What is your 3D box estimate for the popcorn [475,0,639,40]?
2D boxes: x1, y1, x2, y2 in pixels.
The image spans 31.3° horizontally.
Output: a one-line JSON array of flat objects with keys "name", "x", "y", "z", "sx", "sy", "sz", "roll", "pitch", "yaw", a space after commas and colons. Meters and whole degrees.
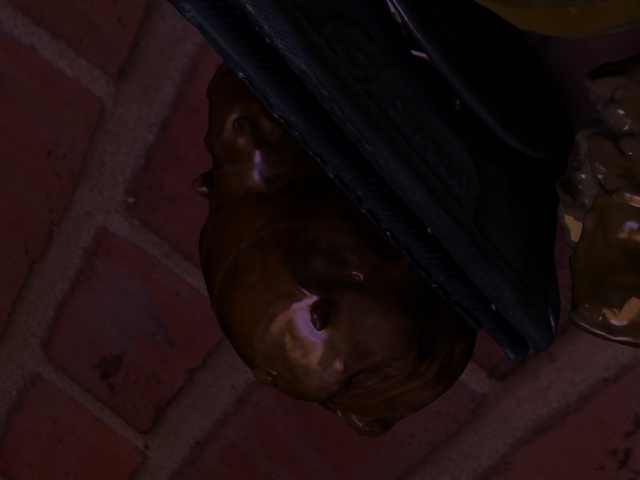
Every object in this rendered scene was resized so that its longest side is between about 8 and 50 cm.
[{"name": "popcorn", "x": 0.122, "y": -0.244, "z": 0.576, "sx": 0.293, "sy": 0.237, "sz": 0.293, "roll": 18, "pitch": 132, "yaw": 20}]

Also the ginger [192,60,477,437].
[{"name": "ginger", "x": 0.003, "y": 0.006, "z": 0.847, "sx": 0.152, "sy": 0.357, "sz": 0.274, "roll": -32, "pitch": 71, "yaw": 6}]

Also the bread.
[{"name": "bread", "x": 0.290, "y": -0.007, "z": 0.700, "sx": 0.252, "sy": 0.196, "sz": 0.238, "roll": 6, "pitch": 128, "yaw": 34}]

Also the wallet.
[{"name": "wallet", "x": 0.055, "y": -0.116, "z": 0.697, "sx": 0.075, "sy": 0.237, "sz": 0.342, "roll": -26, "pitch": 120, "yaw": 35}]
